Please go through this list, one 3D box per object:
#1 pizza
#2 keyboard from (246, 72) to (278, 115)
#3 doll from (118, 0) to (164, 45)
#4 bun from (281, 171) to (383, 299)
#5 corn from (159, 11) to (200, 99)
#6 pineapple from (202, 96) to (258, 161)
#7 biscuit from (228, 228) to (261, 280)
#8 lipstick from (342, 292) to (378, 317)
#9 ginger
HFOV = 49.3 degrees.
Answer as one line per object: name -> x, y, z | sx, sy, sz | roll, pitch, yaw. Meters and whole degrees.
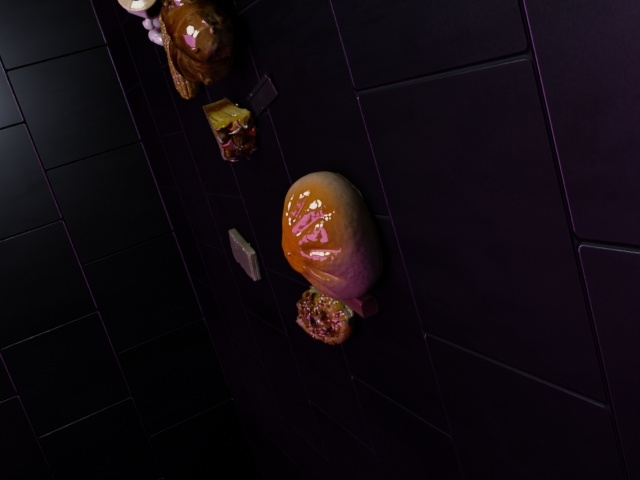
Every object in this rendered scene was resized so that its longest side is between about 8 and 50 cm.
pizza -> 0.005, 0.200, 1.846 | 0.305, 0.085, 0.161 | -9, 101, 68
keyboard -> -0.145, -0.365, 1.752 | 0.060, 0.018, 0.195 | 62, 161, -4
doll -> -0.516, -0.705, 2.130 | 0.143, 0.208, 0.271 | 22, 138, 11
bun -> 0.000, 0.000, 1.540 | 0.299, 0.164, 0.299 | 53, 155, 39
corn -> -0.423, -0.569, 2.138 | 0.102, 0.101, 0.313 | 49, 155, 43
pineapple -> -0.260, -0.311, 1.964 | 0.186, 0.114, 0.236 | 67, 163, 4
biscuit -> -0.267, 0.049, 2.449 | 0.199, 0.040, 0.121 | 42, 146, 52
lipstick -> 0.079, 0.130, 1.642 | 0.145, 0.045, 0.045 | 34, 140, 55
ginger -> -0.332, -0.536, 1.797 | 0.274, 0.152, 0.357 | 54, 167, 3
